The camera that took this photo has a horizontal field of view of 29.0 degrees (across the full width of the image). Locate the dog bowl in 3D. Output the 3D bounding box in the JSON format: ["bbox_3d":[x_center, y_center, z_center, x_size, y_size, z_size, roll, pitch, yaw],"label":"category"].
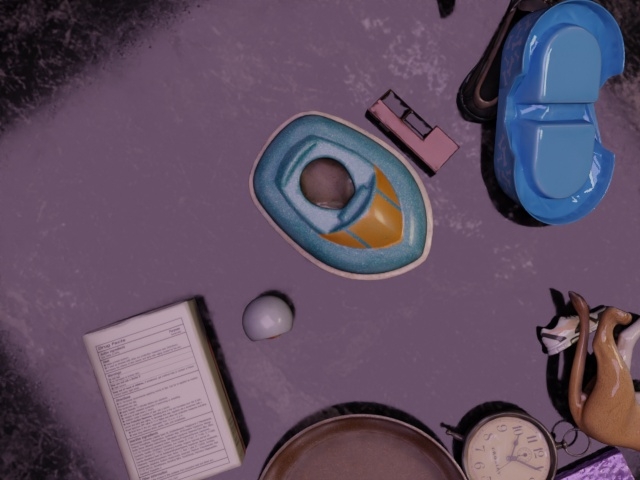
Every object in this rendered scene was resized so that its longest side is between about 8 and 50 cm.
[{"bbox_3d":[0.312,-0.172,1.652,0.166,0.074,0.297,-4,103,-27],"label":"dog bowl"}]

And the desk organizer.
[{"bbox_3d":[0.127,-0.152,1.706,0.130,0.047,0.050,43,87,0],"label":"desk organizer"}]

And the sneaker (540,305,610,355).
[{"bbox_3d":[0.354,0.116,1.708,0.109,0.040,0.043,-29,81,-4],"label":"sneaker"}]

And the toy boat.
[{"bbox_3d":[0.000,0.000,1.653,0.267,0.148,0.318,32,89,0],"label":"toy boat"}]

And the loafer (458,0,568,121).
[{"bbox_3d":[0.287,-0.280,1.688,0.096,0.084,0.267,33,89,0],"label":"loafer"}]

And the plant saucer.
[{"bbox_3d":[0.060,0.386,1.685,0.311,0.050,0.310,0,93,6],"label":"plant saucer"}]

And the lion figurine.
[{"bbox_3d":[0.464,0.247,1.661,0.392,0.142,0.240,27,98,6],"label":"lion figurine"}]

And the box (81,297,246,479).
[{"bbox_3d":[-0.206,0.208,1.661,0.149,0.127,0.232,-18,89,0],"label":"box"}]

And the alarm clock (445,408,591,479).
[{"bbox_3d":[0.275,0.292,1.691,0.192,0.064,0.129,-12,87,4],"label":"alarm clock"}]

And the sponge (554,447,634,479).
[{"bbox_3d":[0.406,0.406,1.710,0.117,0.031,0.210,-26,91,1],"label":"sponge"}]
